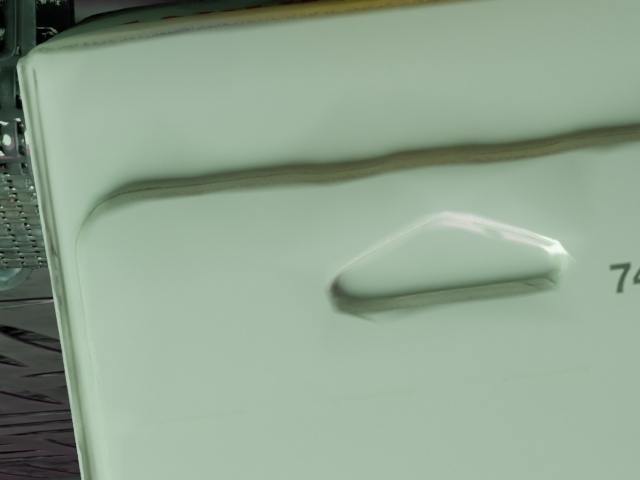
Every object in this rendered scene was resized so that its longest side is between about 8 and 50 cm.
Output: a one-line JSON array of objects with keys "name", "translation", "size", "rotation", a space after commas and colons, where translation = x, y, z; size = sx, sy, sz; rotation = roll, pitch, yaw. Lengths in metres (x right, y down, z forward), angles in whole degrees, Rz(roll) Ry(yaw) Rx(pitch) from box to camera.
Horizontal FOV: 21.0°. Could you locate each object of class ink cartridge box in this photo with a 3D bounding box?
[{"name": "ink cartridge box", "translation": [0.022, 0.014, 0.566], "size": [0.198, 0.197, 0.270], "rotation": [-7, -171, -3]}]

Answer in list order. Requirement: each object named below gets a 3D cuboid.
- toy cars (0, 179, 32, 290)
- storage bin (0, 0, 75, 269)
[{"name": "toy cars", "translation": [-0.234, -0.042, 0.736], "size": [0.394, 0.087, 0.176], "rotation": [-2, -157, -7]}, {"name": "storage bin", "translation": [-0.131, -0.063, 0.593], "size": [0.084, 0.122, 0.180], "rotation": [-1, 167, -5]}]
